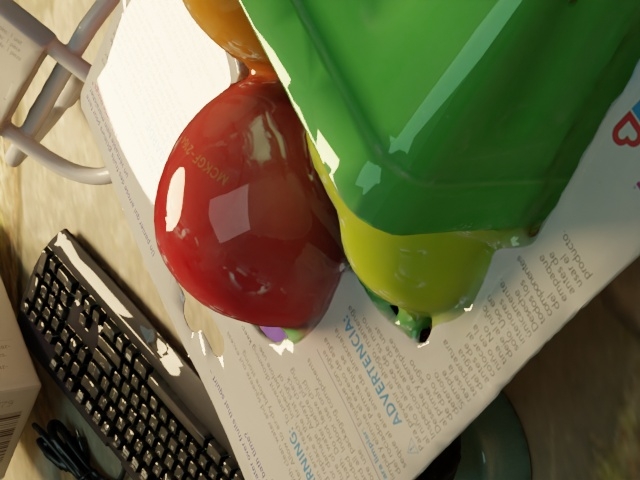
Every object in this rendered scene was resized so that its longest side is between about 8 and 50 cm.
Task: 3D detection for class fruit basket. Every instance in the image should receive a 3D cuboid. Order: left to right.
[{"bbox_3d":[0.009,-0.061,0.626,0.327,0.165,0.353,63,144,28],"label":"fruit basket"}]

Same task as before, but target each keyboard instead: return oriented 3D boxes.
[{"bbox_3d":[-0.149,0.152,1.059,0.317,0.033,0.201,44,129,34],"label":"keyboard"}]

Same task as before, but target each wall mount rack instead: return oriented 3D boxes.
[{"bbox_3d":[-0.222,-0.211,0.922,0.350,0.130,0.304,37,137,-7],"label":"wall mount rack"}]

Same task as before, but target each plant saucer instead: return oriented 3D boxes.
[{"bbox_3d":[0.070,0.126,0.813,0.119,0.021,0.119,14,110,46],"label":"plant saucer"}]

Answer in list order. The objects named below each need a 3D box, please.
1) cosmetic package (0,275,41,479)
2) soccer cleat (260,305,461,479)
[{"bbox_3d":[-0.343,0.098,1.149,0.183,0.151,0.151,61,141,30],"label":"cosmetic package"},{"bbox_3d":[0.000,0.000,0.792,0.116,0.109,0.318,-19,78,59],"label":"soccer cleat"}]
